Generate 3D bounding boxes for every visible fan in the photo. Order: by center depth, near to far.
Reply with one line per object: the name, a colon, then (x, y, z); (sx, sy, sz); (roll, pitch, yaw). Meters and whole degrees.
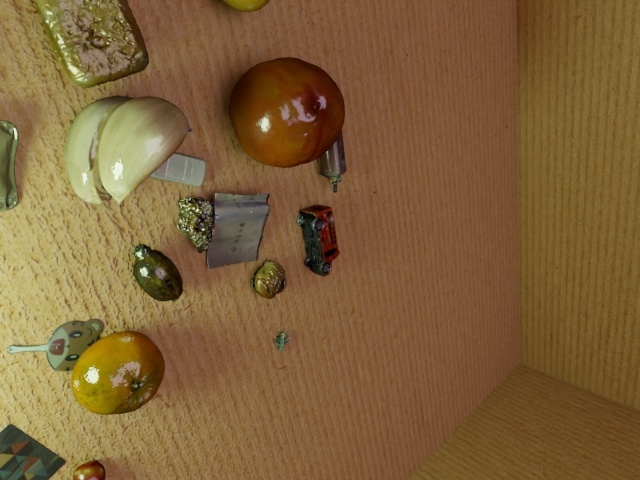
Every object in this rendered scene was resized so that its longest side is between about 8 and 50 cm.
fan: (-0.700, 0.285, 1.234); (0.227, 0.008, 0.152); (6, 98, -43)

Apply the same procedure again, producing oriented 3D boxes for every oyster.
oyster: (-0.371, -0.044, 1.385); (0.106, 0.056, 0.177); (1, 112, -11)

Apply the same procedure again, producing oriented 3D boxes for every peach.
peach: (-0.096, -0.378, 1.392); (0.343, 0.302, 0.342); (-14, 111, -39)

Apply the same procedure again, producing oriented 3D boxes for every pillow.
pillow: (-0.747, -0.164, 1.039); (0.130, 0.033, 0.217); (-7, 119, -49)

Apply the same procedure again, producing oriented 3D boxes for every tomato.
tomato: (-0.660, 0.669, 1.326); (0.087, 0.087, 0.075); (10, 59, -42)

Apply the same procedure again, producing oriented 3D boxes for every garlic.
garlic: (-0.474, -0.232, 1.143); (0.313, 0.286, 0.249); (-50, 164, -23)

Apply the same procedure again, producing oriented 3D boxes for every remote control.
remote control: (-0.420, -0.210, 1.336); (0.190, 0.029, 0.087); (7, 97, -42)

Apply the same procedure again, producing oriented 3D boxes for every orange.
orange: (-0.548, 0.369, 1.277); (0.240, 0.171, 0.240); (-16, 114, -39)

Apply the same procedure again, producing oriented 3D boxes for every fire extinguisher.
fire extinguisher: (0.039, -0.312, 1.664); (0.105, 0.105, 0.268); (-22, 116, -35)

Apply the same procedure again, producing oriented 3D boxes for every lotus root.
lotus root: (-0.465, 0.097, 1.317); (0.120, 0.120, 0.209); (-43, 128, -25)

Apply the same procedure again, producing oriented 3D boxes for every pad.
pad: (-0.804, 0.593, 1.228); (0.143, 0.003, 0.211); (-46, 126, -23)

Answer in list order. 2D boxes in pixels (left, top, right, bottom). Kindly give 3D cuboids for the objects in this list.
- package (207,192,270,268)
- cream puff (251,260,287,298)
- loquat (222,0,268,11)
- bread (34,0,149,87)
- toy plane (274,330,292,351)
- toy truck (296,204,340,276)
package: (-0.269, -0.039, 1.502); (0.204, 0.062, 0.250); (-6, 118, -40)
cream puff: (-0.170, 0.137, 1.602); (0.119, 0.104, 0.133); (30, 80, -35)
loquat: (-0.209, -0.740, 1.270); (0.208, 0.208, 0.207); (-12, 109, -39)
bread: (-0.527, -0.495, 1.072); (0.196, 0.176, 0.246); (-25, 121, -21)
toy plane: (-0.143, 0.376, 1.732); (0.080, 0.033, 0.083); (0, 108, -42)
toy truck: (0.000, 0.000, 1.707); (0.114, 0.108, 0.252); (-26, 117, -33)
